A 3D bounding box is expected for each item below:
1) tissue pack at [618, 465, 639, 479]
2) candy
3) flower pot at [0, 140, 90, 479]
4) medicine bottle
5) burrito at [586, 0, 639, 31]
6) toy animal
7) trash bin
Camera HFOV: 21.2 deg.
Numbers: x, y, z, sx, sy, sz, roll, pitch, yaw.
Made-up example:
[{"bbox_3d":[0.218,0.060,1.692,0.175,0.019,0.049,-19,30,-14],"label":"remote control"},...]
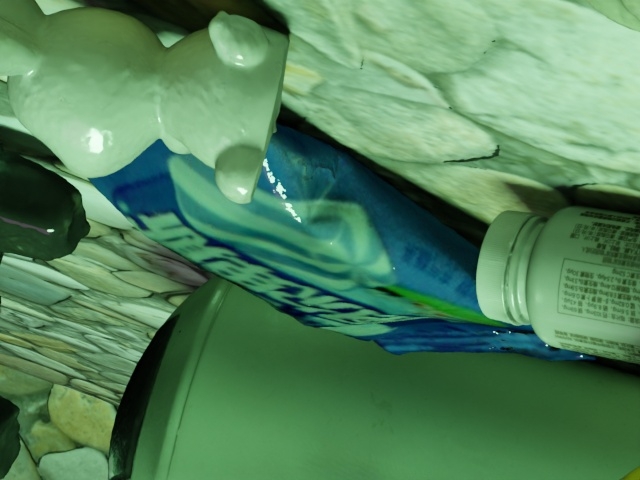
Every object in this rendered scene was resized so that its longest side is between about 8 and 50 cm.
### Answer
[{"bbox_3d":[0.336,0.222,0.792,0.382,0.293,0.228,25,134,51],"label":"tissue pack"},{"bbox_3d":[0.000,0.000,1.037,0.331,0.077,0.187,30,160,-35],"label":"candy"},{"bbox_3d":[-0.330,0.039,1.138,0.283,0.299,0.299,20,167,7],"label":"flower pot"},{"bbox_3d":[0.159,0.024,0.914,0.140,0.079,0.079,9,164,29],"label":"medicine bottle"},{"bbox_3d":[0.205,-0.089,0.423,0.117,0.076,0.392,20,170,-37],"label":"burrito"},{"bbox_3d":[-0.107,-0.093,0.818,0.182,0.131,0.127,9,131,0],"label":"toy animal"},{"bbox_3d":[0.055,0.184,1.292,0.432,0.280,0.280,12,166,8],"label":"trash bin"}]
